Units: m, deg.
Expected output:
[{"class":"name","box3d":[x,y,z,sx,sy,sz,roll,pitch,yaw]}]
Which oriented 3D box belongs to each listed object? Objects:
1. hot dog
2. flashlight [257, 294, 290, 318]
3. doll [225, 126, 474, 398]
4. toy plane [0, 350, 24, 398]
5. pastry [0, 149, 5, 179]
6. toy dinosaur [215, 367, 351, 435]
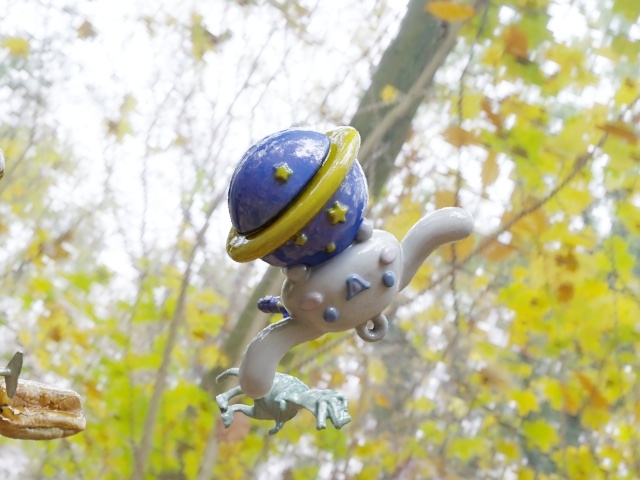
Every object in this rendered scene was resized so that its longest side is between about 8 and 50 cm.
[{"class":"hot dog","box3d":[-0.488,0.287,2.399,0.076,0.102,0.249,-17,-16,22]},{"class":"flashlight","box3d":[-0.066,0.101,2.277,0.035,0.057,0.121,55,-25,-19]},{"class":"doll","box3d":[-0.025,0.015,1.569,0.242,0.311,0.159,41,-4,-33]},{"class":"toy plane","box3d":[-0.495,0.116,1.719,0.286,0.108,0.092,21,-78,18]},{"class":"pastry","box3d":[-0.633,-0.141,2.150,0.356,0.163,0.356,30,-9,5]},{"class":"toy dinosaur","box3d":[-0.103,0.207,1.893,0.383,0.129,0.076,12,-69,56]}]
